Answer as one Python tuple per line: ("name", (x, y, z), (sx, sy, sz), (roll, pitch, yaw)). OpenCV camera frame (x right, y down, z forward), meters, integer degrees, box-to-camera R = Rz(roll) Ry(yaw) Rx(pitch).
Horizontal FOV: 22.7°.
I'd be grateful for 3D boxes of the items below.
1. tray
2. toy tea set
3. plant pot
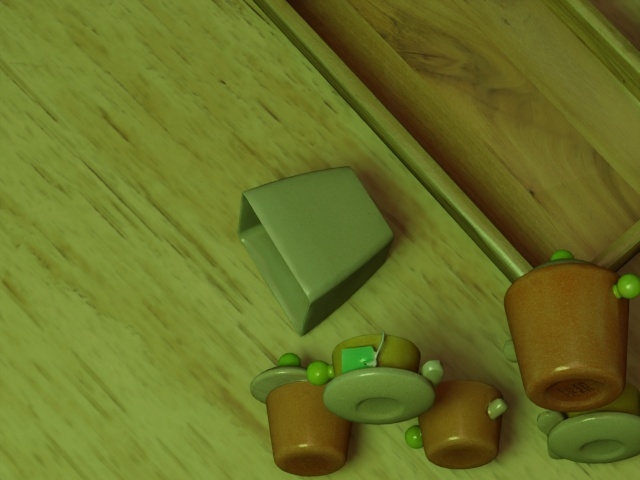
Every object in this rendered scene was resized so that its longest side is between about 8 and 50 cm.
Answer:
("tray", (0.136, -0.147, 1.367), (0.203, 0.076, 0.411), (-41, 76, -4))
("toy tea set", (0.104, 0.095, 1.268), (0.336, 0.200, 0.124), (-4, 58, 7))
("plant pot", (0.000, 0.000, 1.337), (0.096, 0.109, 0.109), (-28, 75, -14))
